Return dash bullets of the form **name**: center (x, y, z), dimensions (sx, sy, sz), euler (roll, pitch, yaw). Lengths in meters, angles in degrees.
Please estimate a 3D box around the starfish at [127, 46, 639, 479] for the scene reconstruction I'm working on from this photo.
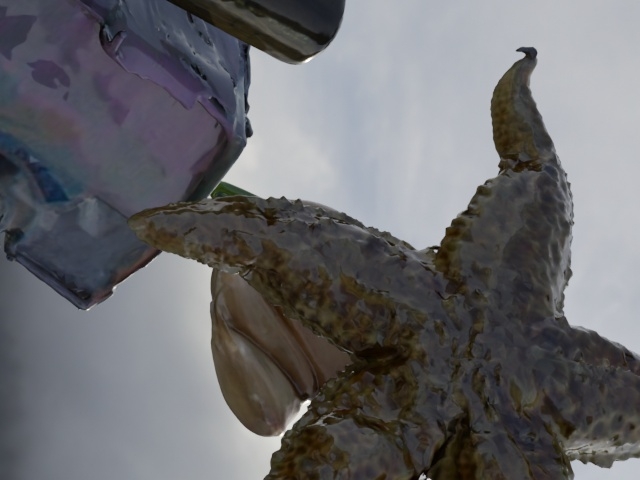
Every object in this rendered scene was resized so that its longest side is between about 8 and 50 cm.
- **starfish**: center (0.049, 0.038, 0.455), dimensions (0.062, 0.235, 0.277), euler (117, -22, -53)

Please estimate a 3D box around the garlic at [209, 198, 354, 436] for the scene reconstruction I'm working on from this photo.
- **garlic**: center (-0.031, 0.061, 1.388), dimensions (0.110, 0.217, 0.228), euler (13, -57, 54)

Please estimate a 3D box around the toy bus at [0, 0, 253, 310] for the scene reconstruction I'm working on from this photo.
- **toy bus**: center (-0.162, -0.106, 0.500), dimensions (0.138, 0.317, 0.112), euler (-33, -142, 27)

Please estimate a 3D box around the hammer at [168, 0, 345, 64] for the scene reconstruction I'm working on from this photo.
- **hammer**: center (-0.147, -0.153, 0.368), dimensions (0.044, 0.439, 0.168), euler (3, -104, 45)

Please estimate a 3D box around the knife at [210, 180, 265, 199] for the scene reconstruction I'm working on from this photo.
- **knife**: center (0.000, 0.000, 1.002), dimensions (0.022, 0.184, 0.026), euler (-60, -170, 33)
